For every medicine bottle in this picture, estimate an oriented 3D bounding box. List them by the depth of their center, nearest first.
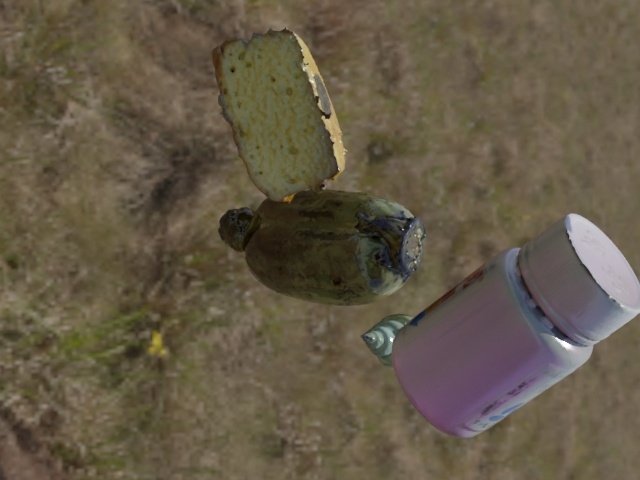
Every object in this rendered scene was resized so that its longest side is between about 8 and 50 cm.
[{"bbox_3d":[0.211,0.094,1.268,0.152,0.254,0.152,37,30,-26],"label":"medicine bottle"}]

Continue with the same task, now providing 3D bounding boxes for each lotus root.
[{"bbox_3d":[0.000,0.000,1.671,0.173,0.309,0.173,-23,116,-60],"label":"lotus root"}]

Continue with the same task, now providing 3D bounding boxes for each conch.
[{"bbox_3d":[0.106,0.116,1.432,0.180,0.088,0.065,4,55,-53],"label":"conch"}]

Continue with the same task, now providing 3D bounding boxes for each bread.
[{"bbox_3d":[-0.044,-0.168,1.575,0.139,0.143,0.229,-19,92,-73],"label":"bread"}]
